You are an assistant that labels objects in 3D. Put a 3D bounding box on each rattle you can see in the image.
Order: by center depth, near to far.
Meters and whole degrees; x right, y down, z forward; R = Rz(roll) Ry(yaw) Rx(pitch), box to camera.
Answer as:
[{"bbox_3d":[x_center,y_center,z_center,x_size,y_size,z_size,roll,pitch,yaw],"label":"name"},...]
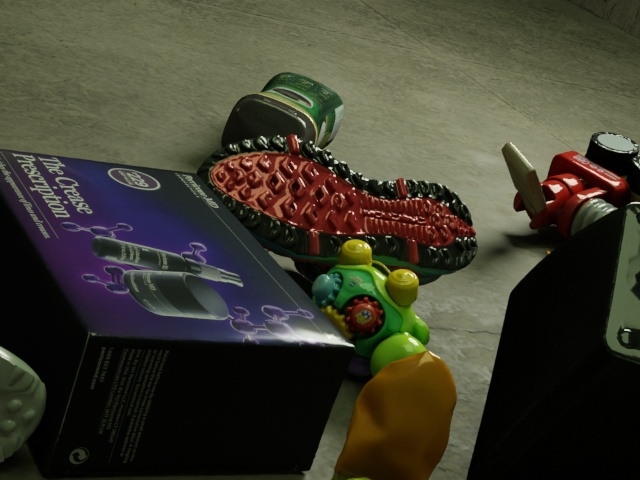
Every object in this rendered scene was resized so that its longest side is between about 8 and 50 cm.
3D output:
[{"bbox_3d":[0.020,0.157,0.656,0.130,0.143,0.199,45,20,13],"label":"rattle"}]

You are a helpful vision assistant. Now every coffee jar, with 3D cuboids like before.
[{"bbox_3d":[-0.040,-0.123,1.396,0.096,0.079,0.184,24,20,6],"label":"coffee jar"}]

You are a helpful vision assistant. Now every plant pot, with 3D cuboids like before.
[{"bbox_3d":[0.224,0.085,0.870,0.188,0.167,0.187,19,51,1],"label":"plant pot"}]

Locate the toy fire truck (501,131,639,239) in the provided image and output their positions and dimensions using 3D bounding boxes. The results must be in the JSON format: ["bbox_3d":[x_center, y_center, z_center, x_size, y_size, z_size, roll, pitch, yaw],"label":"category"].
[{"bbox_3d":[0.299,-0.029,1.398,0.246,0.158,0.217,-14,37,-37],"label":"toy fire truck"}]

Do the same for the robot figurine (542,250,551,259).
[{"bbox_3d":[0.287,0.104,1.104,0.211,0.085,0.291,14,20,-13],"label":"robot figurine"}]

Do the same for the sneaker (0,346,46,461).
[{"bbox_3d":[-0.266,0.066,0.705,0.235,0.090,0.095,12,12,-24],"label":"sneaker"}]

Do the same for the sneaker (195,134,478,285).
[{"bbox_3d":[0.000,0.000,1.087,0.262,0.125,0.104,16,55,-30],"label":"sneaker"}]

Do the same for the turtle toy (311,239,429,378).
[{"bbox_3d":[0.037,0.066,0.983,0.066,0.095,0.130,-27,45,-35],"label":"turtle toy"}]

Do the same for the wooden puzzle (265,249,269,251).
[{"bbox_3d":[-0.089,-0.009,1.155,0.116,0.014,0.078,2,31,-39],"label":"wooden puzzle"}]

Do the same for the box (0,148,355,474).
[{"bbox_3d":[-0.125,0.041,0.871,0.184,0.103,0.261,8,23,-35],"label":"box"}]
